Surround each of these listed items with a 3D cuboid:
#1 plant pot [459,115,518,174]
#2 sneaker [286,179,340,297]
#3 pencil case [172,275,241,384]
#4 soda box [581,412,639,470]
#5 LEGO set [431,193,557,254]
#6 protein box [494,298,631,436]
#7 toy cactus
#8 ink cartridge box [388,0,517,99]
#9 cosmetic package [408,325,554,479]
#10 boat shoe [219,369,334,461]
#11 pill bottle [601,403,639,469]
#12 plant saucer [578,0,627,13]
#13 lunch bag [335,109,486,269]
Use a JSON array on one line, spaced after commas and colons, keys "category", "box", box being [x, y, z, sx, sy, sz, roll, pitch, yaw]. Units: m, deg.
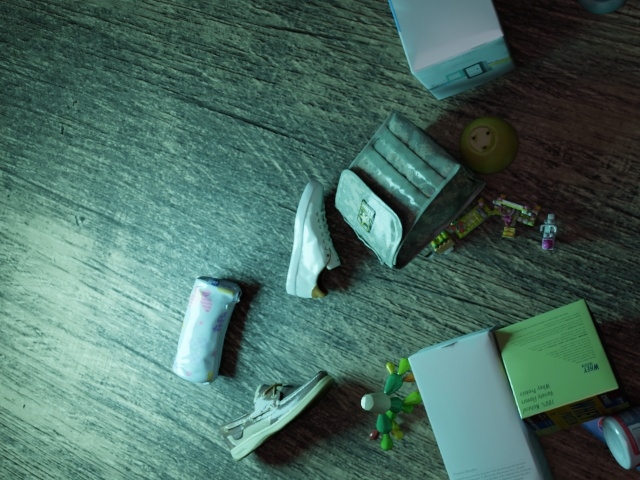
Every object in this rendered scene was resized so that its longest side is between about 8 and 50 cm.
[{"category": "plant pot", "box": [0.369, -0.218, 1.645, 0.134, 0.095, 0.134, 0, 90, 21]}, {"category": "sneaker", "box": [0.000, 0.000, 1.791, 0.123, 0.106, 0.290, 11, 103, 15]}, {"category": "pencil case", "box": [-0.291, 0.226, 1.889, 0.124, 0.113, 0.273, 17, 95, 1]}, {"category": "soda box", "box": [0.635, 0.406, 1.546, 0.210, 0.067, 0.071, 38, 102, 17]}, {"category": "LEGO set", "box": [0.375, -0.039, 1.633, 0.287, 0.107, 0.132, -3, 88, 21]}, {"category": "protein box", "box": [0.499, 0.266, 1.524, 0.200, 0.136, 0.201, -24, 51, 20]}, {"category": "toy cactus", "box": [0.152, 0.367, 1.685, 0.112, 0.180, 0.219, 25, 94, 40]}, {"category": "ink cartridge box", "box": [0.288, -0.452, 1.586, 0.197, 0.270, 0.198, -19, 82, 19]}, {"category": "cosmetic package", "box": [0.353, 0.390, 1.610, 0.197, 0.155, 0.365, -20, 82, 20]}, {"category": "boat shoe", "box": [-0.117, 0.409, 1.817, 0.342, 0.123, 0.123, -41, 77, 22]}, {"category": "pill bottle", "box": [0.663, 0.370, 1.451, 0.180, 0.108, 0.108, -19, 82, -2]}, {"category": "plant saucer", "box": [0.614, -0.553, 1.593, 0.119, 0.021, 0.119, 0, 89, 21]}, {"category": "lunch bag", "box": [0.178, -0.105, 1.661, 0.287, 0.169, 0.235, -51, 55, 14]}]
